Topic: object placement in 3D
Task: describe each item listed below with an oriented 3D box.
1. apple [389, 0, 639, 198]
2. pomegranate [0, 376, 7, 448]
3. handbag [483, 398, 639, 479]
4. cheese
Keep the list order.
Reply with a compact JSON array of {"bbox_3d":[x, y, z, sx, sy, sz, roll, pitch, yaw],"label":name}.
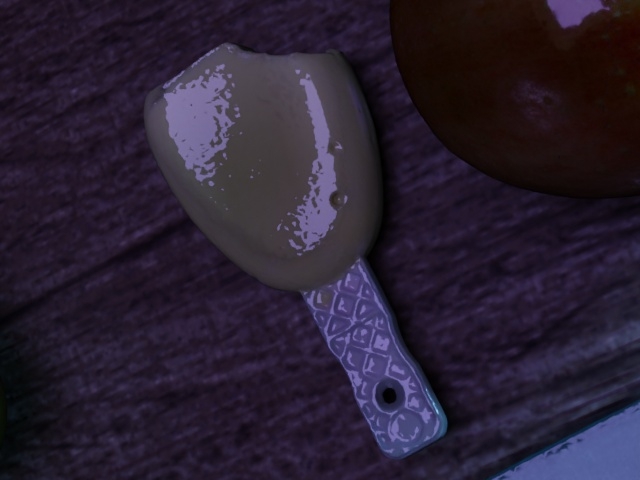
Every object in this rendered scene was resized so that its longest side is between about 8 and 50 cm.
[{"bbox_3d":[0.133,-0.106,0.774,0.168,0.181,0.181,-15,79,48],"label":"apple"},{"bbox_3d":[-0.286,0.113,0.953,0.180,0.180,0.210,52,134,19],"label":"pomegranate"},{"bbox_3d":[0.189,0.210,0.766,0.274,0.100,0.269,-35,70,17],"label":"handbag"},{"bbox_3d":[0.000,0.000,0.888,0.127,0.050,0.255,-33,75,16],"label":"cheese"}]
